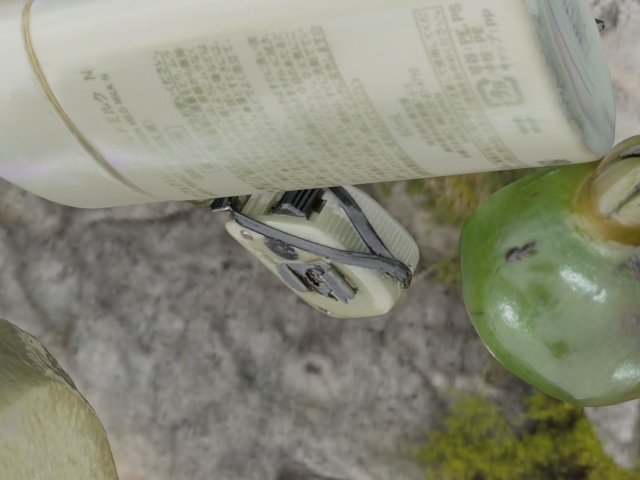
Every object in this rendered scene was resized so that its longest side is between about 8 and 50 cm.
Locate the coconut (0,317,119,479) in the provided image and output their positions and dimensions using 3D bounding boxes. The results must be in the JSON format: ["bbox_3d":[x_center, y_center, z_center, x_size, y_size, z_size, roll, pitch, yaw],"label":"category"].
[{"bbox_3d":[-0.213,0.136,0.645,0.222,0.202,0.202,-7,132,27],"label":"coconut"}]

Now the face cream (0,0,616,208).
[{"bbox_3d":[-0.036,-0.081,0.692,0.349,0.081,0.173,-5,149,26],"label":"face cream"}]

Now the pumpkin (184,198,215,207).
[{"bbox_3d":[-0.161,-0.181,2.033,0.232,0.242,0.325,-23,147,38],"label":"pumpkin"}]

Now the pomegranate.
[{"bbox_3d":[0.224,0.027,0.985,0.190,0.159,0.241,13,137,-40],"label":"pomegranate"}]

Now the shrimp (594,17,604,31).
[{"bbox_3d":[0.236,-0.315,1.540,0.360,0.085,0.246,6,127,39],"label":"shrimp"}]

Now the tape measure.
[{"bbox_3d":[0.000,0.000,1.894,0.271,0.133,0.231,44,152,-21],"label":"tape measure"}]
